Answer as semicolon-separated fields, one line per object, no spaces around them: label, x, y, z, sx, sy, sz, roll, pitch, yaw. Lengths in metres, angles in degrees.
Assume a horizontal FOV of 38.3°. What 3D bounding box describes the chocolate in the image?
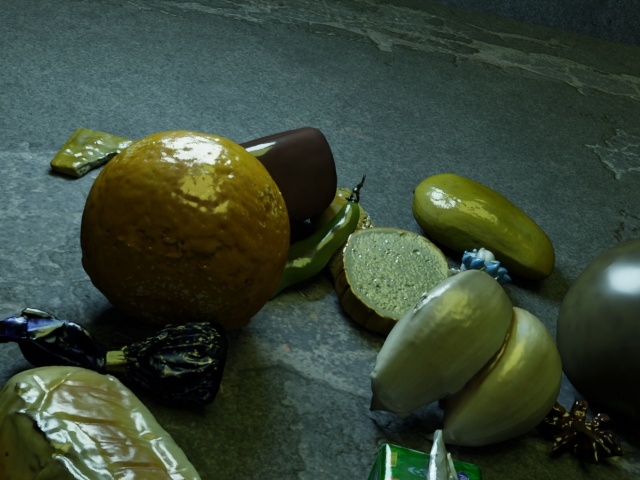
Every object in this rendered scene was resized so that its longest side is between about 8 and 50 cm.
chocolate;-0.317;0.171;1.368;0.343;0.126;0.148;6;-6;-11

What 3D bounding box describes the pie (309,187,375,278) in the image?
pie;0.053;-0.001;1.833;0.129;0.068;0.282;-2;40;-18

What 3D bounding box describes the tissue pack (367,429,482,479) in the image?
tissue pack;0.140;0.368;1.213;0.148;0.156;0.209;17;30;-2

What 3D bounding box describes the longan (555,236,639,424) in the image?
longan;0.620;0.163;1.590;0.405;0.336;0.404;-7;57;12

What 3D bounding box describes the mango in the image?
mango;0.347;-0.034;1.961;0.332;0.142;0.195;28;31;5

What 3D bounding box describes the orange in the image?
orange;-0.212;-0.018;1.478;0.341;0.340;0.293;14;57;-4

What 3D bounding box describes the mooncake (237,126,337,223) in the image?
mooncake;-0.135;-0.104;1.766;0.334;0.174;0.326;-15;11;7

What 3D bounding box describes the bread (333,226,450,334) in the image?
bread;0.138;0.077;1.699;0.236;0.070;0.236;10;52;-13

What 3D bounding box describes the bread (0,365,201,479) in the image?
bread;-0.284;0.314;1.114;0.236;0.183;0.388;10;22;-41

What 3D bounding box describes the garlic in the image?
garlic;0.238;0.184;1.488;0.249;0.286;0.313;-10;21;37

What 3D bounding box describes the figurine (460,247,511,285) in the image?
figurine;0.335;0.058;1.856;0.114;0.114;0.079;18;76;5

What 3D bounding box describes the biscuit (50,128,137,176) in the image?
biscuit;-0.446;-0.173;1.910;0.183;0.039;0.174;13;30;-3

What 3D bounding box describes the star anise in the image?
star anise;0.425;0.314;1.521;0.168;0.057;0.168;11;22;-5

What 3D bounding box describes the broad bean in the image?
broad bean;-0.001;0.005;1.743;0.075;0.067;0.325;49;58;-9
